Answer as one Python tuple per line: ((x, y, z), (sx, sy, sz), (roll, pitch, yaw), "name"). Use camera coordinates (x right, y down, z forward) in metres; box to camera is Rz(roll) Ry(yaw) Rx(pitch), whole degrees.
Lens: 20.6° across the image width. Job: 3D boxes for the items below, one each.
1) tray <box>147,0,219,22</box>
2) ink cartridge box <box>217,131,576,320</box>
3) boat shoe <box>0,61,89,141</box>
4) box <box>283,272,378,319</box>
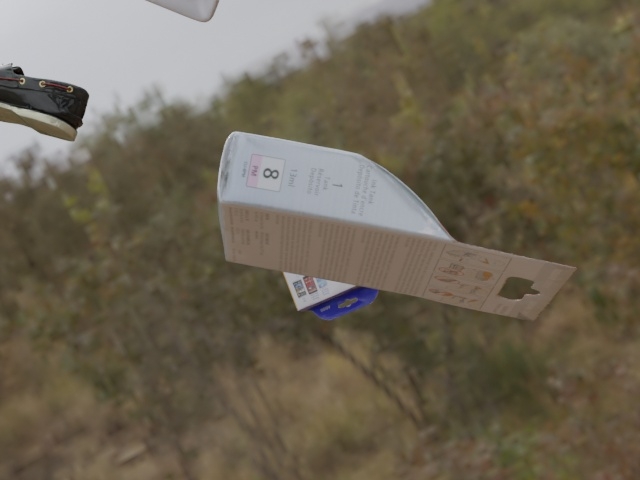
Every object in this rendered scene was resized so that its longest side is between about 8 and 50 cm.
((-0.203, -0.307, 1.595), (0.030, 0.270, 0.145), (-76, 9, -52), "tray")
((0.048, -0.007, 1.199), (0.232, 0.066, 0.189), (7, -13, 0), "ink cartridge box")
((-0.239, -0.113, 1.348), (0.133, 0.042, 0.049), (16, -13, 18), "boat shoe")
((0.000, 0.000, 1.555), (0.081, 0.136, 0.028), (-24, -11, 12), "box")
